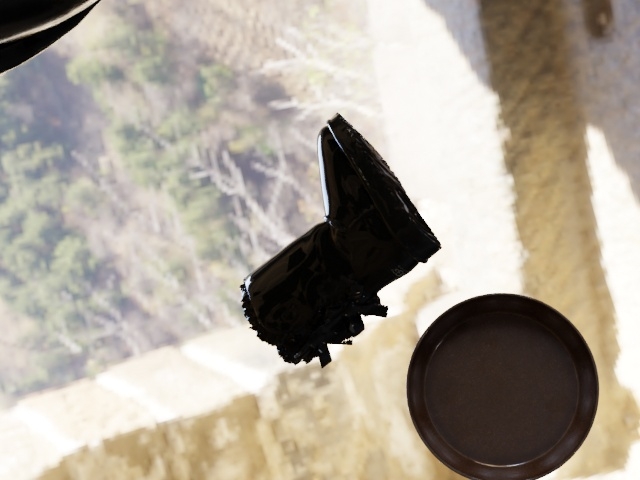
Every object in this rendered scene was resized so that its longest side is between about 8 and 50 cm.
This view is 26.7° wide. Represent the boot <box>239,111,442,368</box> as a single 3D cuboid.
[{"bbox_3d":[0.000,0.000,0.694,0.045,0.099,0.121,37,-163,-44],"label":"boot"}]

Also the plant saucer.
[{"bbox_3d":[0.160,0.131,1.195,0.029,0.168,0.168,59,-167,-82],"label":"plant saucer"}]

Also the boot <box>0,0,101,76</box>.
[{"bbox_3d":[-0.031,-0.195,0.472,0.260,0.348,0.131,-20,110,49],"label":"boot"}]
